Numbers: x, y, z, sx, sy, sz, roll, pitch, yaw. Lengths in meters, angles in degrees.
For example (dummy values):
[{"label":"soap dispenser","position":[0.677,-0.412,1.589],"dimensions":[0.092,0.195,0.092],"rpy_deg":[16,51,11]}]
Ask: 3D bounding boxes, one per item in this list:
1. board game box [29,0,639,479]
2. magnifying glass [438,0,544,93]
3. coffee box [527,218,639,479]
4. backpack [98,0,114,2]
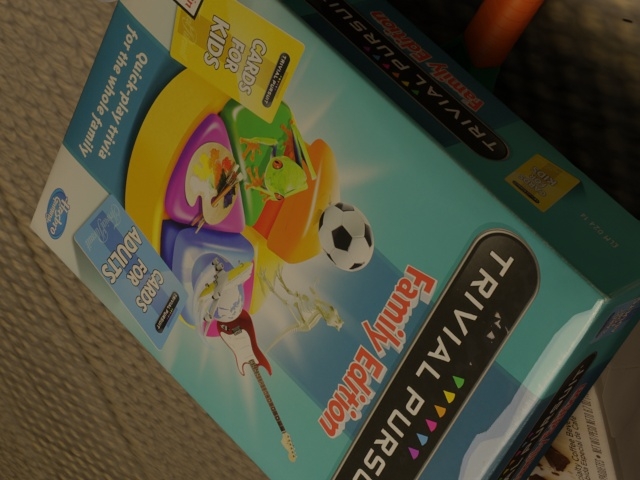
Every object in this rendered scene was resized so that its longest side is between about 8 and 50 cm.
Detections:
[{"label":"board game box","position":[0.000,0.000,0.992],"dimensions":[0.336,0.079,0.254],"rpy_deg":[44,129,21]},{"label":"magnifying glass","position":[0.081,-0.092,0.981],"dimensions":[0.231,0.026,0.092],"rpy_deg":[120,141,-56]},{"label":"coffee box","position":[0.084,0.048,1.111],"dimensions":[0.297,0.119,0.168],"rpy_deg":[20,145,35]},{"label":"backpack","position":[-0.085,-0.255,0.830],"dimensions":[0.253,0.191,0.225],"rpy_deg":[53,144,-5]}]
